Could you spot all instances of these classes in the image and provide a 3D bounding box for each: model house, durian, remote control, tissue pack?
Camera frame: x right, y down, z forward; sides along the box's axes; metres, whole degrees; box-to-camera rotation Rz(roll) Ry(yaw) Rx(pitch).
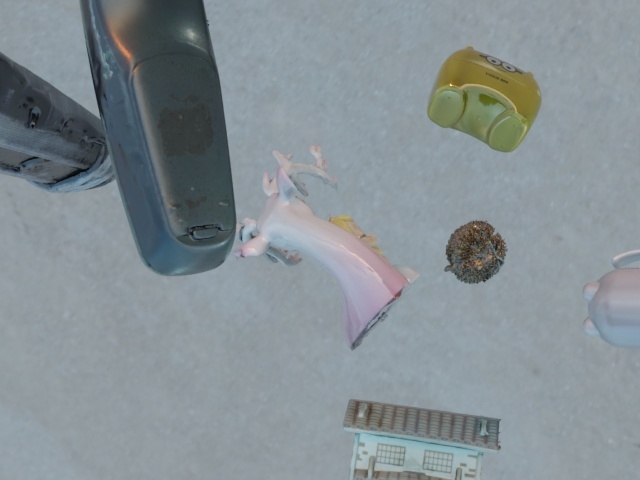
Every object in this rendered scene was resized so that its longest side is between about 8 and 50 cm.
[{"bbox_3d":[0.140,0.351,1.675,0.224,0.198,0.215,7,88,7],"label":"model house"},{"bbox_3d":[0.193,0.016,1.458,0.080,0.091,0.080,53,157,35],"label":"durian"},{"bbox_3d":[-0.090,-0.090,0.647,0.042,0.072,0.222,-17,83,57],"label":"remote control"},{"bbox_3d":[0.275,-0.239,1.919,0.178,0.127,0.123,24,142,0],"label":"tissue pack"},{"bbox_3d":[-0.212,-0.071,0.832,0.090,0.266,0.066,-7,78,15],"label":"remote control"}]

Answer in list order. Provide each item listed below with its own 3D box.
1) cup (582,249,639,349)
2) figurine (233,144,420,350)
[{"bbox_3d":[0.505,0.089,1.861,0.142,0.134,0.173,1,80,32],"label":"cup"},{"bbox_3d":[-0.011,0.010,1.757,0.206,0.284,0.315,-45,82,9],"label":"figurine"}]
